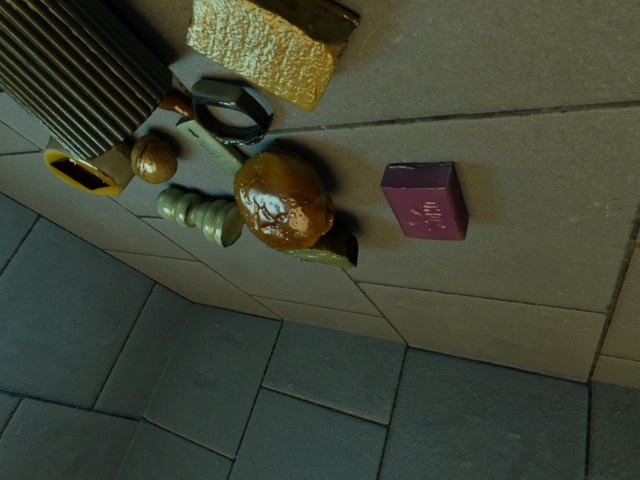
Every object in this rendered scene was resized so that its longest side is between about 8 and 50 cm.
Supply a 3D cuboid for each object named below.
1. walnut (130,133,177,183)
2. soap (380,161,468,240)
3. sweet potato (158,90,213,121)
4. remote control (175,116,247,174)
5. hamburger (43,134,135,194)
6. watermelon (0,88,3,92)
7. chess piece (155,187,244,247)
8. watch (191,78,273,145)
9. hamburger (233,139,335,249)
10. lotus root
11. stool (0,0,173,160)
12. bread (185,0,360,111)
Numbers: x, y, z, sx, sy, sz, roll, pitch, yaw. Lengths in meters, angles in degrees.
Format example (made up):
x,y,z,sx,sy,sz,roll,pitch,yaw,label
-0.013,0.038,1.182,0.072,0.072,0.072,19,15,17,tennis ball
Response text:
x,y,z,sx,sy,sz,roll,pitch,yaw,label
-0.522,-0.254,1.314,0.144,0.144,0.180,22,152,-7,walnut
0.285,-0.098,1.120,0.181,0.081,0.259,5,153,30,soap
-0.370,-0.353,1.085,0.194,0.057,0.056,18,159,-27,sweet potato
-0.311,-0.278,1.226,0.098,0.038,0.233,-3,148,40,remote control
-0.752,-0.278,1.383,0.294,0.179,0.276,-4,151,36,hamburger
-0.934,-0.473,1.211,0.110,0.078,0.078,-1,150,35,watermelon
-0.470,-0.106,1.590,0.330,0.182,0.182,20,158,13,chess piece
-0.221,-0.312,1.050,0.206,0.068,0.193,14,160,20,watch
-0.108,-0.119,1.201,0.289,0.170,0.314,-14,112,39,hamburger
0.003,-0.002,1.422,0.260,0.150,0.267,3,169,36,lotus root
-0.532,-0.387,0.860,0.297,0.297,0.330,1,147,35,stool
-0.093,-0.377,0.756,0.274,0.114,0.185,23,153,-13,bread
